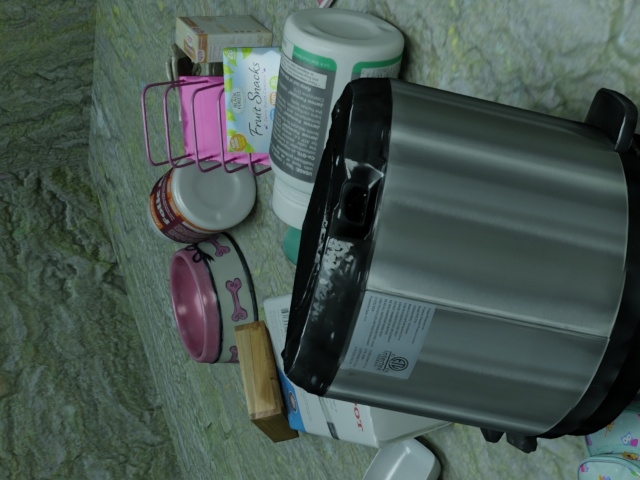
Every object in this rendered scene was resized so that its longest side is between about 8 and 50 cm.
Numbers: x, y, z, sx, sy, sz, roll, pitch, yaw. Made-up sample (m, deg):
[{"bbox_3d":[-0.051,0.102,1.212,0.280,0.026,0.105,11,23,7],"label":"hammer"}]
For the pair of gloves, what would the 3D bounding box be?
[{"bbox_3d":[-0.307,-0.420,1.840,0.042,0.240,0.204,7,120,27],"label":"pair of gloves"}]

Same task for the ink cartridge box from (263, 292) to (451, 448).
[{"bbox_3d":[0.055,0.223,1.407,0.395,0.166,0.285,-19,83,64],"label":"ink cartridge box"}]

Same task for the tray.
[{"bbox_3d":[-0.117,0.341,1.703,0.411,0.076,0.202,83,175,-68],"label":"tray"}]

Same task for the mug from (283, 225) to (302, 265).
[{"bbox_3d":[-0.003,0.008,1.464,0.097,0.158,0.129,40,94,39],"label":"mug"}]

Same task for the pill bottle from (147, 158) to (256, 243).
[{"bbox_3d":[-0.346,-0.110,2.019,0.392,0.224,0.224,-19,82,63],"label":"pill bottle"}]

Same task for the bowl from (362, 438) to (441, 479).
[{"bbox_3d":[0.155,0.443,1.361,0.142,0.053,0.142,-55,32,-9],"label":"bowl"}]

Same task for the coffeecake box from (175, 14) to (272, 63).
[{"bbox_3d":[-0.226,-0.471,1.697,0.142,0.186,0.068,49,140,46],"label":"coffeecake box"}]

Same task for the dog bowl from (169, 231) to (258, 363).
[{"bbox_3d":[-0.333,0.185,2.187,0.408,0.150,0.407,32,127,56],"label":"dog bowl"}]

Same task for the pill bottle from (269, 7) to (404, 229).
[{"bbox_3d":[0.016,-0.205,1.291,0.204,0.204,0.361,51,141,44],"label":"pill bottle"}]

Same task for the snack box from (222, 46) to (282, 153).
[{"bbox_3d":[-0.099,-0.279,1.449,0.070,0.175,0.207,-54,-35,-73],"label":"snack box"}]

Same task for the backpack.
[{"bbox_3d":[0.378,0.267,0.816,0.166,0.145,0.188,139,121,-66],"label":"backpack"}]

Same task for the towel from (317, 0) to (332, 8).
[{"bbox_3d":[0.009,-0.558,1.382,0.144,0.029,0.197,-39,67,60],"label":"towel"}]

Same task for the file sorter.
[{"bbox_3d":[-0.236,-0.260,1.646,0.291,0.182,0.202,7,109,25],"label":"file sorter"}]

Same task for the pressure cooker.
[{"bbox_3d":[0.188,0.034,0.828,0.370,0.421,0.375,113,168,-68],"label":"pressure cooker"}]
